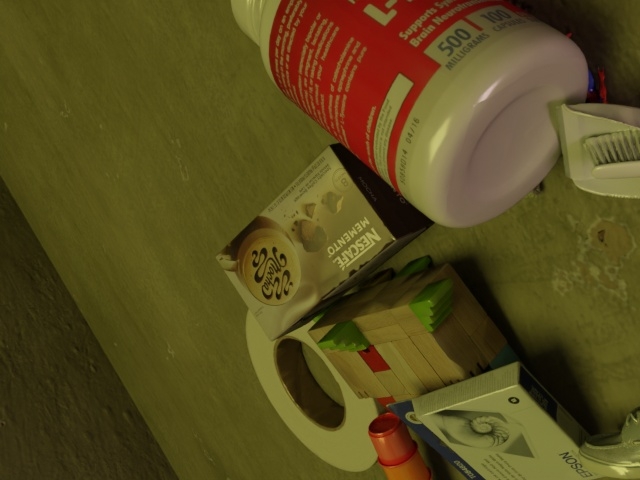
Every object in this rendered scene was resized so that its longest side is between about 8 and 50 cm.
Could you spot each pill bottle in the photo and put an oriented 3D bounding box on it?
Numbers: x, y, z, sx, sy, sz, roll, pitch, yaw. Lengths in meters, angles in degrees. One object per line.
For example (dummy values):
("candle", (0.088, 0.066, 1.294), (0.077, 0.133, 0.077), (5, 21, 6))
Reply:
("pill bottle", (0.077, -0.214, 0.923), (0.408, 0.229, 0.229), (44, 144, 34))

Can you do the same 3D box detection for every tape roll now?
("tape roll", (0.000, 0.257, 1.545), (0.392, 0.072, 0.391), (33, 138, 37))

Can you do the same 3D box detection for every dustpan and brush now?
("dustpan and brush", (0.349, -0.079, 0.807), (0.211, 0.060, 0.147), (-1, 152, 21))

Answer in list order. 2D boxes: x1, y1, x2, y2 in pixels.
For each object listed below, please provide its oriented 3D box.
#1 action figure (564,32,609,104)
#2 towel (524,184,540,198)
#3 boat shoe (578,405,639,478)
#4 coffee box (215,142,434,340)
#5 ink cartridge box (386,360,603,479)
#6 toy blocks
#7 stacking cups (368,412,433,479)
("action figure", (0.287, -0.167, 0.870), (0.115, 0.030, 0.038), (62, 152, 1))
("towel", (0.215, -0.117, 1.010), (0.110, 0.027, 0.148), (-6, 108, 54))
("boat shoe", (0.409, 0.232, 0.962), (0.228, 0.079, 0.081), (-16, 92, 46))
("coffee box", (0.000, 0.000, 1.220), (0.297, 0.119, 0.168), (-40, 78, 35))
("ink cartridge box", (0.237, 0.274, 1.106), (0.224, 0.045, 0.223), (-28, 119, 37))
("toy blocks", (0.155, 0.189, 1.218), (0.261, 0.191, 0.381), (52, 149, -8))
("stacking cups", (0.175, 0.440, 1.397), (0.096, 0.096, 0.316), (5, 123, 53))
